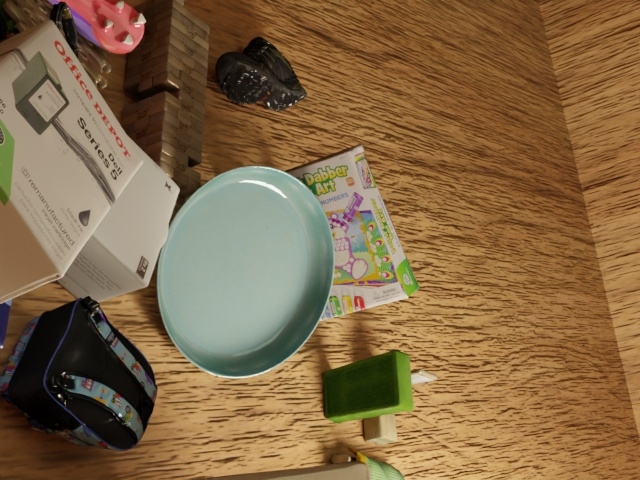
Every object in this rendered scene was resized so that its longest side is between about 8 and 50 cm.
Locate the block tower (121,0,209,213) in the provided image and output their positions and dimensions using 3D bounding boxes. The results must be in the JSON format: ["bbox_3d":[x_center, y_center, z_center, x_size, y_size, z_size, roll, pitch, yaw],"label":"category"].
[{"bbox_3d":[-0.233,-0.205,1.819,0.097,0.091,0.335,32,50,-48],"label":"block tower"}]

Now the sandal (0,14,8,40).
[{"bbox_3d":[-0.458,-0.337,1.577,0.179,0.040,0.067,53,36,-29],"label":"sandal"}]

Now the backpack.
[{"bbox_3d":[-0.290,0.179,1.509,0.173,0.117,0.158,49,38,-32],"label":"backpack"}]

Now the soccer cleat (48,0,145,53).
[{"bbox_3d":[-0.344,-0.336,1.628,0.248,0.095,0.083,38,65,-26],"label":"soccer cleat"}]

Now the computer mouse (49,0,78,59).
[{"bbox_3d":[-0.282,-0.172,1.489,0.071,0.041,0.242,-53,134,-63],"label":"computer mouse"}]

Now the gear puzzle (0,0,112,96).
[{"bbox_3d":[-0.353,-0.245,1.579,0.175,0.044,0.339,50,11,-20],"label":"gear puzzle"}]

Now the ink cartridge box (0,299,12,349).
[{"bbox_3d":[-0.464,-0.035,1.319,0.270,0.151,0.395,36,48,-45],"label":"ink cartridge box"}]

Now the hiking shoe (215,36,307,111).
[{"bbox_3d":[-0.116,-0.293,2.074,0.227,0.086,0.114,15,49,-60],"label":"hiking shoe"}]

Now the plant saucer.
[{"bbox_3d":[-0.115,0.045,1.810,0.317,0.044,0.317,-8,103,-38],"label":"plant saucer"}]

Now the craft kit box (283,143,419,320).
[{"bbox_3d":[0.000,0.000,1.928,0.061,0.250,0.246,-31,101,-57],"label":"craft kit box"}]

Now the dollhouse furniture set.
[{"bbox_3d":[0.126,0.361,2.038,0.197,0.151,0.301,26,54,-50],"label":"dollhouse furniture set"}]

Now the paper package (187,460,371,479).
[{"bbox_3d":[-0.076,0.461,1.548,0.309,0.168,0.325,-1,75,-26],"label":"paper package"}]

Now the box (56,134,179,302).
[{"bbox_3d":[-0.300,-0.044,1.603,0.182,0.119,0.181,48,38,-35],"label":"box"}]

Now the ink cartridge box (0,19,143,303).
[{"bbox_3d":[-0.317,-0.088,1.278,0.198,0.115,0.273,59,23,-20],"label":"ink cartridge box"}]
